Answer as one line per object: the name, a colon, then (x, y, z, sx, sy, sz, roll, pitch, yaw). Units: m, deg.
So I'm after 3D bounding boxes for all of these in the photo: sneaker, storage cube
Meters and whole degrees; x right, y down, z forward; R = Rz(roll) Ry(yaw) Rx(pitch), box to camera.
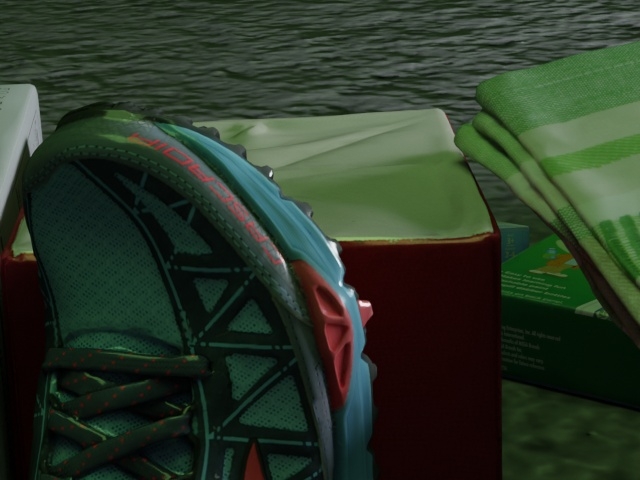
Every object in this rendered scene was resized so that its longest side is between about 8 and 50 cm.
sneaker: (-0.041, 0.087, 0.526, 0.104, 0.262, 0.125, -10, 12, 35)
storage cube: (-0.023, 0.063, 0.706, 0.183, 0.193, 0.215, -2, 18, -1)

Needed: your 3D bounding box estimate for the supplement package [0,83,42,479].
supplement package: (-0.220, 0.060, 0.725, 0.199, 0.198, 0.263, -3, 19, -4)

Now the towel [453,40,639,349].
towel: (0.213, 0.005, 0.587, 0.247, 0.038, 0.325, -14, 35, -11)

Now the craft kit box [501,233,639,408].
craft kit box: (0.248, 0.035, 0.980, 0.249, 0.061, 0.246, 11, 20, 33)

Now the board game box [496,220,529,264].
board game box: (0.000, 0.000, 1.057, 0.160, 0.039, 0.211, -4, 10, -37)
